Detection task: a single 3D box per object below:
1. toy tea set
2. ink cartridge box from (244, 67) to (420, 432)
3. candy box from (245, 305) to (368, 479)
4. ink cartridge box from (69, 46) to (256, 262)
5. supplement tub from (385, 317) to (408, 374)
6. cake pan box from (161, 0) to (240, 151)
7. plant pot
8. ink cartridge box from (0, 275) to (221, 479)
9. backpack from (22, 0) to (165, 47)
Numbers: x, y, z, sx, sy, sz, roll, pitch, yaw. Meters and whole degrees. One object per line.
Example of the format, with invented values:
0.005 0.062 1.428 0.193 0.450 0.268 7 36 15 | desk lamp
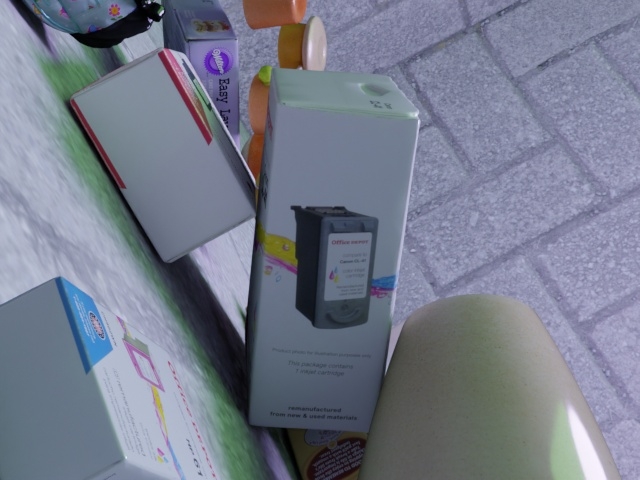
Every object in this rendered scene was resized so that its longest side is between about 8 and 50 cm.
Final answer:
-0.071 -0.176 1.100 0.200 0.124 0.336 -46 138 -68 | toy tea set
0.000 0.000 0.879 0.226 0.131 0.306 -104 -161 -71 | ink cartridge box
0.015 0.214 1.054 0.183 0.087 0.316 61 3 -39 | candy box
-0.146 -0.095 0.896 0.172 0.100 0.237 62 1 -12 | ink cartridge box
0.174 0.220 0.990 0.272 0.191 0.191 63 1 -11 | supplement tub
-0.159 -0.195 1.157 0.267 0.070 0.246 -116 -155 -53 | cake pan box
0.136 0.193 0.757 0.256 0.256 0.274 60 25 -53 | plant pot
-0.097 0.081 0.404 0.089 0.052 0.122 63 1 26 | ink cartridge box
-0.234 -0.266 0.789 0.152 0.115 0.182 49 -5 36 | backpack
